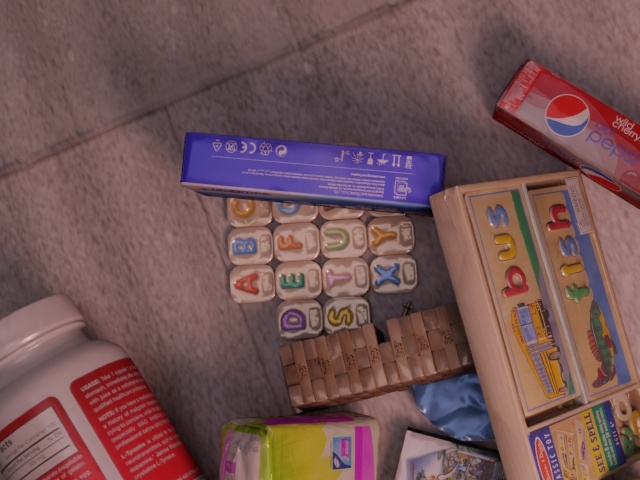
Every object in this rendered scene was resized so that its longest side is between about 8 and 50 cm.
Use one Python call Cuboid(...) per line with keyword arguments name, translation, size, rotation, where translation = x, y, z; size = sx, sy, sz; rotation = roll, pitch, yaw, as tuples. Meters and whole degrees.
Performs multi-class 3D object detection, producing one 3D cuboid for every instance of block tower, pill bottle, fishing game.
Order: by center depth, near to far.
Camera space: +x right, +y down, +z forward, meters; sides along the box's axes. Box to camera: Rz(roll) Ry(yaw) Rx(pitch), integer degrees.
Cuboid(name="block tower", translation=(0.106, 0.157, 1.426), size=(0.335, 0.097, 0.091), rotation=(-16, 72, 10))
Cuboid(name="pill bottle", translation=(-0.320, 0.288, 1.432), size=(0.229, 0.229, 0.407), rotation=(-34, 82, 4))
Cuboid(name="fishing game", translation=(0.218, 0.188, 1.463), size=(0.264, 0.041, 0.189), rotation=(20, 81, 14))

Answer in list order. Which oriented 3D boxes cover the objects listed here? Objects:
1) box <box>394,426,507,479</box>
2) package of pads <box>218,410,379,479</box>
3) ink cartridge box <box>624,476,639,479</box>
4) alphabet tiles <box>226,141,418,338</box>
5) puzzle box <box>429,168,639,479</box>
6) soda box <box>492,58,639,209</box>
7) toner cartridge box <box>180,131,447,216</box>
Cuboid(name="box", translation=(0.171, 0.396, 1.451), size=(0.159, 0.044, 0.233), rotation=(14, 88, 9))
Cuboid(name="package of pads", translation=(-0.033, 0.383, 1.387), size=(0.101, 0.229, 0.296), rotation=(-1, 85, 45))
Cuboid(name="ink cartridge box", translation=(0.356, 0.398, 1.345), size=(0.235, 0.193, 0.088), rotation=(-15, 50, 7))
Cuboid(name="alphabet tiles", translation=(0.000, 0.000, 1.514), size=(0.278, 0.021, 0.284), rotation=(-3, 86, 8))
Cuboid(name="puzzle box", translation=(0.299, 0.114, 1.357), size=(0.052, 0.272, 0.409), rotation=(-21, 82, 48))
Cuboid(name="soda box", translation=(0.371, -0.144, 1.436), size=(0.263, 0.092, 0.083), rotation=(34, 89, 8))
Cuboid(name="toner cartridge box", translation=(-0.004, -0.088, 1.426), size=(0.348, 0.165, 0.075), rotation=(6, 87, 6))
